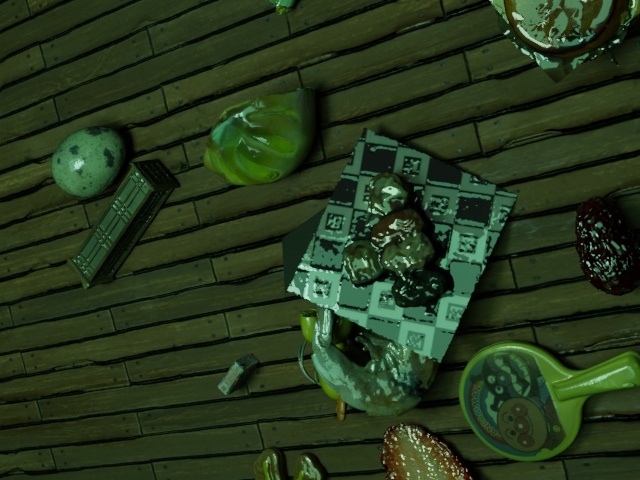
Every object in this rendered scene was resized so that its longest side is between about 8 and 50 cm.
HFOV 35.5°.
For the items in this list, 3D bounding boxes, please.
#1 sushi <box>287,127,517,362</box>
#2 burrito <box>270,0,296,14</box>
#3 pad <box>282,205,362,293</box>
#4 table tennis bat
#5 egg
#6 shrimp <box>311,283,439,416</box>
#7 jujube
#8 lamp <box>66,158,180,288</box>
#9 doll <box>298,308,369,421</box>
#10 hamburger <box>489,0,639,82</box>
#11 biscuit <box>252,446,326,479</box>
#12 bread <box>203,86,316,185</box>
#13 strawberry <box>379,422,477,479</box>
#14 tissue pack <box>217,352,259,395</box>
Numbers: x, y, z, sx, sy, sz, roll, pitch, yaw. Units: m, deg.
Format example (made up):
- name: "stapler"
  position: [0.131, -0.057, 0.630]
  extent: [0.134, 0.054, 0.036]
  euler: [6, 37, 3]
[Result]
- name: "sushi"
  position: [0.135, 0.006, 1.779]
  extent: [0.320, 0.069, 0.339]
  euler: [27, 94, 18]
- name: "burrito"
  position: [-0.055, -0.572, 1.873]
  extent: [0.104, 0.054, 0.288]
  euler: [32, 116, 25]
- name: "pad"
  position: [0.000, 0.000, 1.932]
  extent: [0.211, 0.003, 0.142]
  euler: [-34, 44, 33]
- name: "table tennis bat"
  position: [0.403, 0.270, 1.757]
  extent: [0.369, 0.054, 0.224]
  euler: [-23, 88, 37]
- name: "egg"
  position: [-0.501, -0.175, 2.179]
  extent: [0.182, 0.141, 0.141]
  euler: [-40, 78, 12]
- name: "shrimp"
  position: [0.100, 0.151, 1.861]
  extent: [0.247, 0.085, 0.360]
  euler: [-6, 89, 2]
- name: "jujube"
  position: [0.466, 0.012, 1.645]
  extent: [0.104, 0.104, 0.165]
  euler: [-31, 70, 33]
- name: "lamp"
  position: [-0.437, -0.034, 2.197]
  extent: [0.089, 0.090, 0.325]
  euler: [49, 119, 16]
- name: "doll"
  position: [0.028, 0.239, 1.940]
  extent: [0.135, 0.143, 0.220]
  euler: [-7, 97, -6]
- name: "hamburger"
  position: [0.399, -0.386, 1.574]
  extent: [0.243, 0.139, 0.261]
  euler: [-37, 79, 34]
- name: "biscuit"
  position: [-0.064, 0.585, 2.118]
  extent: [0.186, 0.044, 0.295]
  euler: [1, 100, 34]
- name: "bread"
  position: [-0.106, -0.192, 1.922]
  extent: [0.156, 0.158, 0.260]
  euler: [41, 121, 15]
- name: "strawberry"
  position: [0.211, 0.444, 1.906]
  extent: [0.167, 0.087, 0.208]
  euler: [-23, 61, 14]
- name: "tissue pack"
  position: [-0.174, 0.282, 2.111]
  extent: [0.035, 0.063, 0.083]
  euler: [44, 118, 15]
